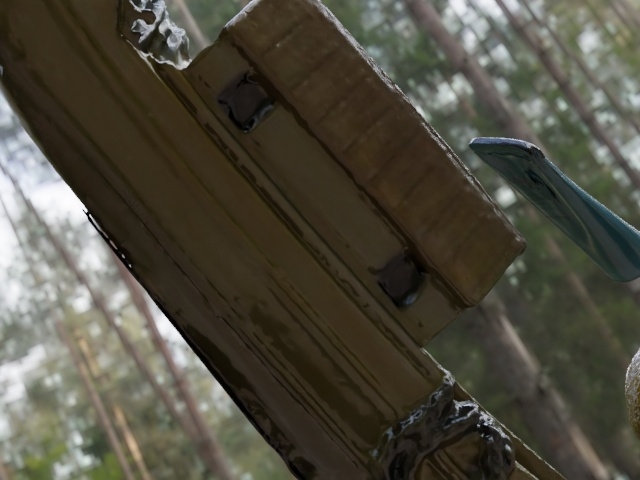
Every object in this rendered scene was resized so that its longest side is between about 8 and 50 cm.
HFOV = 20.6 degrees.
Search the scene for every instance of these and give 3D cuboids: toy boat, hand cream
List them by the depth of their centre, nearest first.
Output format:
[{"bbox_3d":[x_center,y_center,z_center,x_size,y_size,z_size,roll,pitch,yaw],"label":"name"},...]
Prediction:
[{"bbox_3d":[0.000,0.000,0.890,0.162,0.445,0.136,-39,6,4],"label":"toy boat"},{"bbox_3d":[0.222,-0.027,1.533,0.224,0.083,0.048,36,-105,-35],"label":"hand cream"}]

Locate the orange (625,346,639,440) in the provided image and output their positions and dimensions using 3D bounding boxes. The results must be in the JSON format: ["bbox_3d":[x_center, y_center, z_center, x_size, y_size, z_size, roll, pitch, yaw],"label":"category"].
[{"bbox_3d":[0.225,0.090,1.054,0.085,0.085,0.095,-56,-8,36],"label":"orange"}]
